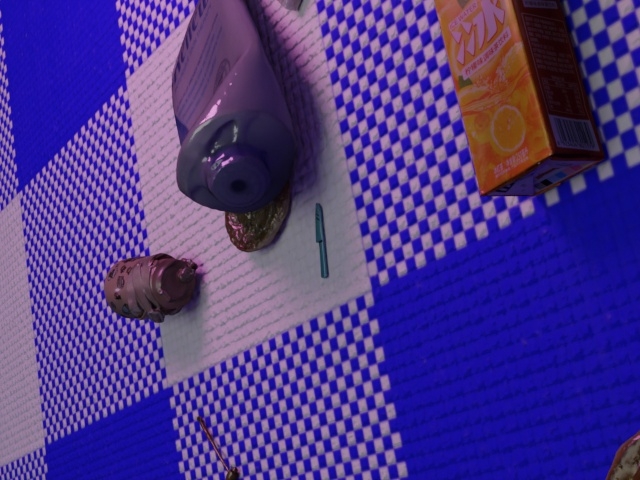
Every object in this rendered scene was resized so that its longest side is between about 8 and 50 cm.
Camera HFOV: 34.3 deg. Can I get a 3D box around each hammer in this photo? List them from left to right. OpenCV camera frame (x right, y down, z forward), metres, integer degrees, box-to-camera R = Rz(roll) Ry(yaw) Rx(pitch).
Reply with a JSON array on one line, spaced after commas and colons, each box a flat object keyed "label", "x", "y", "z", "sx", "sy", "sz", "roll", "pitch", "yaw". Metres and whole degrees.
[{"label": "hammer", "x": -0.142, "y": 0.280, "z": 1.399, "sx": 0.123, "sy": 0.014, "sz": 0.029, "roll": 50, "pitch": 118, "yaw": 44}]

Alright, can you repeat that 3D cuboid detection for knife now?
[{"label": "knife", "x": 0.000, "y": 0.000, "z": 1.221, "sx": 0.014, "sy": 0.005, "sz": 0.091, "roll": -16, "pitch": 76, "yaw": 51}]

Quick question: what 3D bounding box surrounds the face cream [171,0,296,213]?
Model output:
[{"label": "face cream", "x": -0.126, "y": -0.193, "z": 1.316, "sx": 0.420, "sy": 0.137, "sz": 0.235, "roll": -107, "pitch": 36, "yaw": -47}]

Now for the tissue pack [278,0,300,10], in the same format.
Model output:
[{"label": "tissue pack", "x": -0.051, "y": -0.334, "z": 1.287, "sx": 0.108, "sy": 0.023, "sz": 0.056, "roll": 51, "pitch": 128, "yaw": 42}]

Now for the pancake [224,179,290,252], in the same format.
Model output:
[{"label": "pancake", "x": -0.083, "y": -0.054, "z": 1.321, "sx": 0.139, "sy": 0.022, "sz": 0.140, "roll": -13, "pitch": 74, "yaw": 52}]

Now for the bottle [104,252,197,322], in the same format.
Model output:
[{"label": "bottle", "x": -0.236, "y": 0.066, "z": 1.471, "sx": 0.152, "sy": 0.099, "sz": 0.099, "roll": -6, "pitch": 84, "yaw": 50}]

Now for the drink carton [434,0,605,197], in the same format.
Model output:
[{"label": "drink carton", "x": 0.173, "y": -0.157, "z": 0.934, "sx": 0.096, "sy": 0.071, "sz": 0.223, "roll": -31, "pitch": 64, "yaw": 50}]

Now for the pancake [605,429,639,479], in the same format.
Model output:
[{"label": "pancake", "x": 0.276, "y": 0.202, "z": 0.779, "sx": 0.158, "sy": 0.028, "sz": 0.158, "roll": -33, "pitch": 43, "yaw": 37}]
